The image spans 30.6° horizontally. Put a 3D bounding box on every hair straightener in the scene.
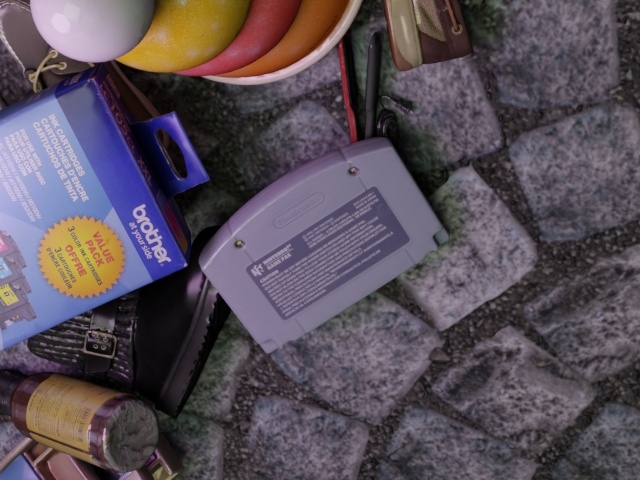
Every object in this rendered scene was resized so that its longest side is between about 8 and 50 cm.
[{"bbox_3d":[0.075,-0.156,1.511,0.089,0.047,0.230,2,113,15],"label":"hair straightener"}]

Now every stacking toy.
[{"bbox_3d":[-0.160,-0.299,1.271,0.350,0.480,0.351,6,111,15],"label":"stacking toy"}]

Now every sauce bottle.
[{"bbox_3d":[-0.380,0.251,1.721,0.344,0.111,0.111,10,118,42],"label":"sauce bottle"}]

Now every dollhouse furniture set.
[{"bbox_3d":[-0.412,0.361,1.703,0.286,0.303,0.198,-43,76,11],"label":"dollhouse furniture set"}]

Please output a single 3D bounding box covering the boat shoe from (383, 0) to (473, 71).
[{"bbox_3d":[0.124,-0.373,1.376,0.123,0.123,0.342,-7,111,4],"label":"boat shoe"}]

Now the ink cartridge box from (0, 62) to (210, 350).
[{"bbox_3d":[-0.340,-0.045,1.485,0.395,0.151,0.270,-25,107,1],"label":"ink cartridge box"}]

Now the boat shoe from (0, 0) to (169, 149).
[{"bbox_3d":[-0.332,-0.215,1.578,0.109,0.091,0.305,-40,97,26],"label":"boat shoe"}]

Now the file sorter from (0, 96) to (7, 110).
[{"bbox_3d":[-0.571,-0.163,1.625,0.192,0.173,0.278,-27,102,24],"label":"file sorter"}]

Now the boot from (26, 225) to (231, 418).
[{"bbox_3d":[-0.266,0.079,1.663,0.260,0.131,0.348,28,117,3],"label":"boot"}]

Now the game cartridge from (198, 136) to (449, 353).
[{"bbox_3d":[0.000,0.000,1.527,0.294,0.060,0.196,-32,120,4],"label":"game cartridge"}]
